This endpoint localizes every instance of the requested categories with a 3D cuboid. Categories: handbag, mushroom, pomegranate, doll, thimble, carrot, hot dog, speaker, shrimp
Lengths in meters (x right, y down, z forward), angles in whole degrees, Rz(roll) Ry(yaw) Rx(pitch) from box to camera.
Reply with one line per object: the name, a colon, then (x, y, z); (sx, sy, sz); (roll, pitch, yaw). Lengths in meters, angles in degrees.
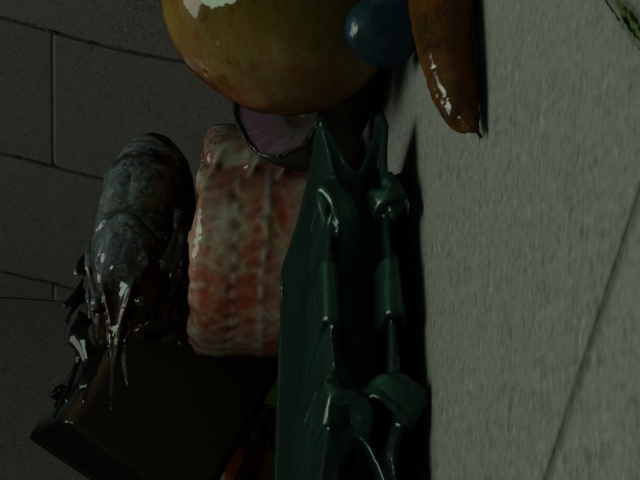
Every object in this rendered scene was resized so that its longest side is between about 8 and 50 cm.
handbag: (0.017, 0.095, 1.078); (0.238, 0.089, 0.326); (102, 171, -55)
mushroom: (-0.002, -0.148, 1.319); (0.117, 0.141, 0.188); (29, -114, -58)
pomegranate: (-0.033, -0.193, 1.170); (0.191, 0.191, 0.191); (-176, 90, -84)
doll: (0.046, -0.173, 1.090); (0.050, 0.076, 0.083); (10, 90, 48)
thimble: (-0.046, -0.002, 1.431); (0.239, 0.162, 0.239); (-175, 90, -87)
carrot: (0.072, -0.150, 0.887); (0.057, 0.057, 0.224); (102, 167, -55)
hot dog: (-0.064, 0.279, 1.731); (0.337, 0.100, 0.135); (104, 160, -65)
speaker: (-0.170, 0.154, 1.562); (0.231, 0.192, 0.153); (-59, 15, -26)
shrimp: (-0.186, 0.037, 1.420); (0.145, 0.116, 0.343); (95, -176, -50)

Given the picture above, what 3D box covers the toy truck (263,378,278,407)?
toy truck: (-0.084, 0.124, 1.939); (0.135, 0.128, 0.259); (140, 136, -63)
